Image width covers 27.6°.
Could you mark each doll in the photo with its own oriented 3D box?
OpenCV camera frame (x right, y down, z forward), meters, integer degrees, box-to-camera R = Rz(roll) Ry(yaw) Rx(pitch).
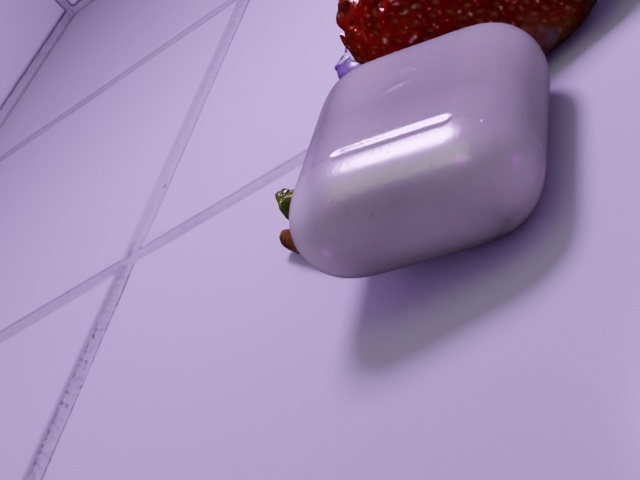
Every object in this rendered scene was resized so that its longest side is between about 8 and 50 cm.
[{"bbox_3d":[0.083,-0.286,1.966,0.110,0.067,0.206,-7,29,39],"label":"doll"}]

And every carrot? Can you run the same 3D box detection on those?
[{"bbox_3d":[0.000,0.000,1.627,0.047,0.047,0.191,-51,21,-20],"label":"carrot"}]

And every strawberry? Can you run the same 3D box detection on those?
[{"bbox_3d":[0.196,-0.336,1.685,0.351,0.267,0.312,7,91,27],"label":"strawberry"}]

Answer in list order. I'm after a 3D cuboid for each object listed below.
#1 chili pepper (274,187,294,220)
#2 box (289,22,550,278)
[{"bbox_3d":[0.041,-0.081,1.659,0.204,0.073,0.072,-31,-11,1],"label":"chili pepper"},{"bbox_3d":[0.117,-0.107,1.471,0.288,0.141,0.349,-16,32,22],"label":"box"}]
